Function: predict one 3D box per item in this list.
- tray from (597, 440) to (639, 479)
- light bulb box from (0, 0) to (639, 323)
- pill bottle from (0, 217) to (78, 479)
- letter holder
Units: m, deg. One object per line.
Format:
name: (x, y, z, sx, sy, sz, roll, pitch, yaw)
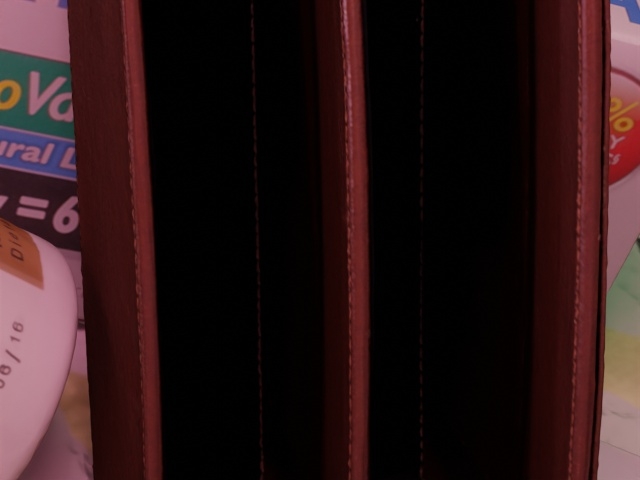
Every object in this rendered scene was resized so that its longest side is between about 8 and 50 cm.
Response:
tray: (0.039, 0.139, 0.811, 0.270, 0.030, 0.145, -18, 27, -40)
light bulb box: (-0.032, -0.140, 0.991, 0.358, 0.225, 0.361, 10, 39, -15)
pill bottle: (-0.217, 0.015, 0.728, 0.229, 0.131, 0.131, 29, 29, -32)
letter holder: (0.000, 0.000, 0.705, 0.152, 0.302, 0.214, -6, 20, -14)
